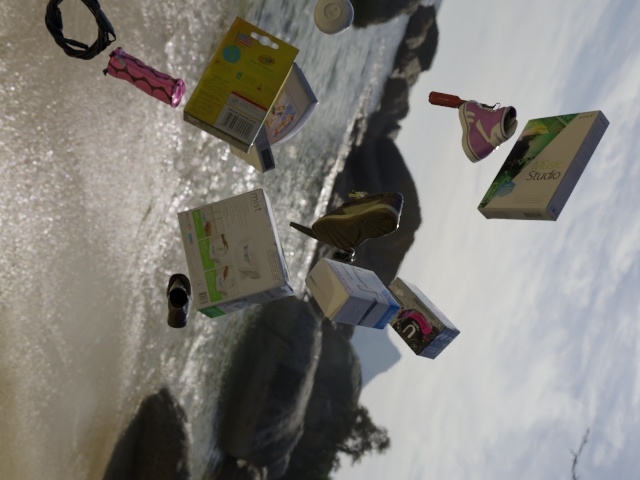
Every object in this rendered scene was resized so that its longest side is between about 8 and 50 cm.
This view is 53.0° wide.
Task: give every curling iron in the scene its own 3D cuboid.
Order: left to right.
[{"bbox_3d":[0.000,0.000,2.072,0.068,0.274,0.035,-41,146,-25],"label":"curling iron"}]

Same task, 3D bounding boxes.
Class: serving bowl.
[{"bbox_3d":[0.025,-0.464,1.312,0.027,0.083,0.083,-37,145,-81],"label":"serving bowl"}]

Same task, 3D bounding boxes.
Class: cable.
[{"bbox_3d":[-0.630,-0.563,1.658,0.184,0.150,0.047,59,8,-36],"label":"cable"}]

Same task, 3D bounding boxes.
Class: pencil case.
[{"bbox_3d":[-0.470,-0.440,1.734,0.098,0.209,0.095,127,-12,-71],"label":"pencil case"}]

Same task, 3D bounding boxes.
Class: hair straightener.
[{"bbox_3d":[0.473,-0.453,2.110,0.089,0.230,0.047,-14,112,-74],"label":"hair straightener"}]

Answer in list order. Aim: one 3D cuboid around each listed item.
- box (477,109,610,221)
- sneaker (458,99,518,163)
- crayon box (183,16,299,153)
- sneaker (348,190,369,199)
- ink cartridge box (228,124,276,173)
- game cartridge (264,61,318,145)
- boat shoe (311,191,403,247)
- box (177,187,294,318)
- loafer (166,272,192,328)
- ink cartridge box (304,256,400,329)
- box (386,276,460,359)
[{"bbox_3d":[0.574,-0.193,1.668,0.322,0.058,0.232,-56,-153,-17],"label":"box"},{"bbox_3d":[0.485,-0.340,1.822,0.161,0.102,0.282,-35,-151,31],"label":"sneaker"},{"bbox_3d":[-0.213,-0.424,1.754,0.318,0.202,0.081,-64,-174,-14],"label":"crayon box"},{"bbox_3d":[0.143,-0.160,2.339,0.035,0.083,0.031,77,31,-65],"label":"sneaker"},{"bbox_3d":[-0.260,-0.384,2.146,0.060,0.239,0.275,-28,126,-20],"label":"ink cartridge box"},{"bbox_3d":[-0.141,-0.468,2.295,0.062,0.198,0.297,-9,160,-47],"label":"game cartridge"},{"bbox_3d":[0.074,-0.042,1.226,0.223,0.080,0.073,-14,-146,51],"label":"boat shoe"},{"bbox_3d":[-0.211,0.032,1.608,0.127,0.231,0.262,67,6,-71],"label":"box"},{"bbox_3d":[-0.421,0.166,1.932,0.220,0.080,0.078,-109,-154,-51],"label":"loafer"},{"bbox_3d":[0.080,0.135,1.612,0.203,0.148,0.086,17,118,-45],"label":"ink cartridge box"},{"bbox_3d":[0.321,0.266,2.177,0.142,0.247,0.163,-49,147,10],"label":"box"}]
